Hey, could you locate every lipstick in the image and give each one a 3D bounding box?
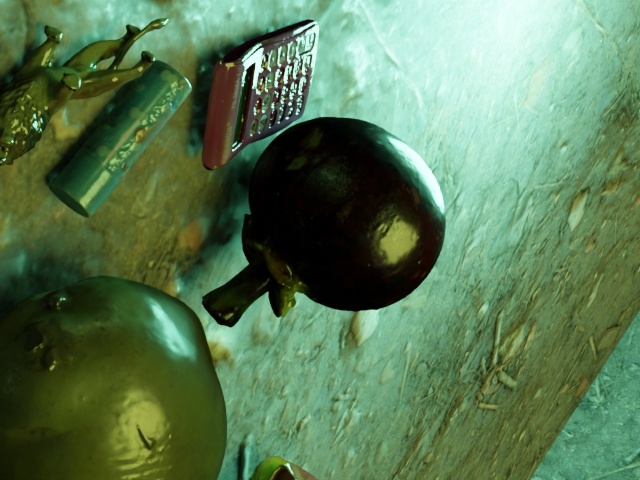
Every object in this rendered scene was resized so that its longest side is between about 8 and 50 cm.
[{"bbox_3d":[-0.184,-0.095,1.173,0.158,0.048,0.048,-54,153,-17],"label":"lipstick"}]

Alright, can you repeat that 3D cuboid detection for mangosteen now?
[{"bbox_3d":[0.000,0.000,1.403,0.289,0.231,0.231,-47,151,-10],"label":"mangosteen"}]

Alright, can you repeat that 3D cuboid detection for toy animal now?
[{"bbox_3d":[-0.208,-0.143,1.070,0.220,0.069,0.086,-38,167,-31],"label":"toy animal"}]

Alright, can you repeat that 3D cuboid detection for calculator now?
[{"bbox_3d":[-0.065,-0.160,1.345,0.190,0.034,0.126,-36,143,-51],"label":"calculator"}]

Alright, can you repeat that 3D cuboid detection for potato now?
[{"bbox_3d":[-0.205,0.180,1.201,0.243,0.221,0.326,-19,129,-42],"label":"potato"}]

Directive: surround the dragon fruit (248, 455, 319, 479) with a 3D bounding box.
[{"bbox_3d":[-0.025,0.454,1.728,0.189,0.291,0.290,-48,151,-20],"label":"dragon fruit"}]
